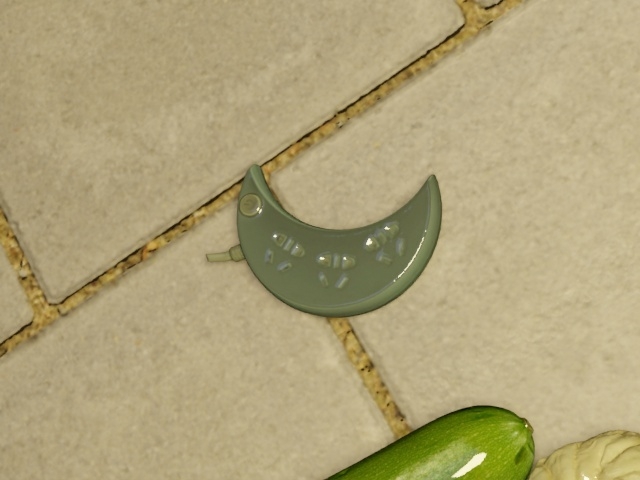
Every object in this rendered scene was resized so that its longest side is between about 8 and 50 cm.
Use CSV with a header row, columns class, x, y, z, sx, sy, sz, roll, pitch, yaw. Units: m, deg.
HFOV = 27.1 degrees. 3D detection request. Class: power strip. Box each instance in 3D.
class,x,y,z,sx,sy,sz,roll,pitch,yaw
power strip,0.000,0.000,1.192,0.216,0.044,0.137,2,79,18

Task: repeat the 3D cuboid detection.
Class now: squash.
class,x,y,z,sx,sy,sz,roll,pitch,yaw
squash,0.011,0.248,1.103,0.379,0.101,0.101,-29,71,6

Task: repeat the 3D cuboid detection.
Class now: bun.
class,x,y,z,sx,sy,sz,roll,pitch,yaw
bun,0.243,0.231,1.025,0.164,0.111,0.188,-43,72,8
